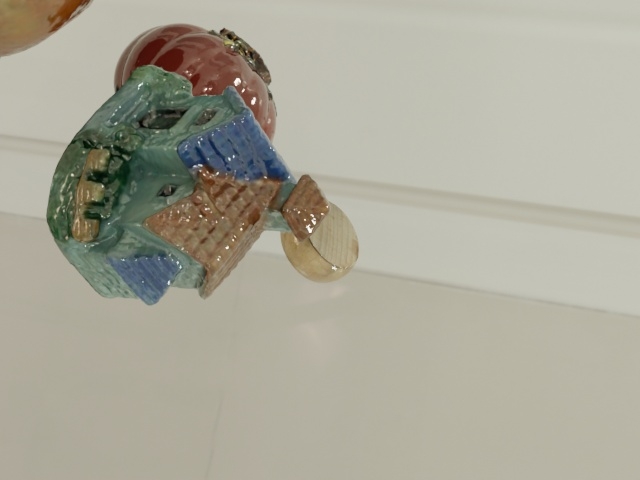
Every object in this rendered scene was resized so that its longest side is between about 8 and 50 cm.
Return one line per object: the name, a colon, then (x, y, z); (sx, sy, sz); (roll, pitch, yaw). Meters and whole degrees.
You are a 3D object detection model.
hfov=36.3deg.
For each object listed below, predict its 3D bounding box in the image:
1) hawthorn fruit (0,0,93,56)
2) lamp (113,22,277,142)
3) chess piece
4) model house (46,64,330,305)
hawthorn fruit: (-0.370, -0.355, 0.983); (0.403, 0.403, 0.402); (9, 90, -72)
lamp: (-0.164, -0.166, 1.244); (0.227, 0.227, 0.227); (9, 90, -72)
chess piece: (0.000, 0.000, 0.942); (0.084, 0.038, 0.083); (31, 42, -33)
model house: (-0.072, -0.032, 0.618); (0.148, 0.149, 0.119); (-56, 135, -34)
